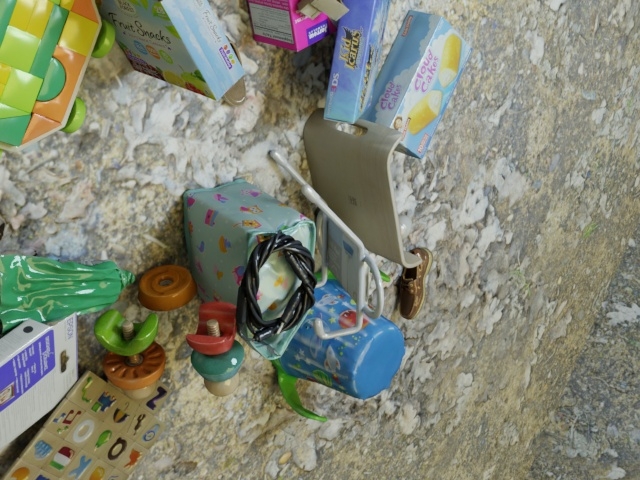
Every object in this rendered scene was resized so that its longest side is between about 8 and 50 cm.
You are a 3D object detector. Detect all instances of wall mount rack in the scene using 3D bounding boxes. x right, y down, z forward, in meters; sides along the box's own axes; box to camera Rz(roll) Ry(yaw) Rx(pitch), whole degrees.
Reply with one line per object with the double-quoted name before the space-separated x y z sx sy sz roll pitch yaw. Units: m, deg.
"wall mount rack" 0.000 0.000 1.560 0.130 0.350 0.304 -9 115 -17

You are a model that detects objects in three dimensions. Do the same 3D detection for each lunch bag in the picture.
"lunch bag" -0.127 0.054 1.476 0.160 0.223 0.262 -16 121 -35

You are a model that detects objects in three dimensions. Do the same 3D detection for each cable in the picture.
"cable" -0.064 0.072 1.349 0.151 0.047 0.184 -7 112 -37

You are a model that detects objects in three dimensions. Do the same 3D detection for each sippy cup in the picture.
"sippy cup" 0.044 0.212 1.753 0.240 0.224 0.305 -24 127 -39

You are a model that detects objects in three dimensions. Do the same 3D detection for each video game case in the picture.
"video game case" 0.074 -0.361 1.525 0.244 0.061 0.269 -54 155 -71

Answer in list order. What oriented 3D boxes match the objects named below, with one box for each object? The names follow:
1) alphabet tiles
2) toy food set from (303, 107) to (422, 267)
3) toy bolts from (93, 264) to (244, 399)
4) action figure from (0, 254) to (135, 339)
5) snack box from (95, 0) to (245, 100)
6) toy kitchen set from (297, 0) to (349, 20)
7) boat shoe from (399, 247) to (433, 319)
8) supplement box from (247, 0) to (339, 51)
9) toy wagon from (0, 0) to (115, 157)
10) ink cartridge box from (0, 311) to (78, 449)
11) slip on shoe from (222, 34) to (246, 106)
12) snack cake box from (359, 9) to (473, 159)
"alphabet tiles" -0.402 0.370 1.469 0.342 0.011 0.285 -54 148 -15
"toy food set" 0.092 -0.101 1.648 0.092 0.220 0.306 -38 133 -30
"toy bolts" -0.228 0.170 1.414 0.218 0.229 0.158 -64 156 -50
"action figure" -0.392 0.074 1.313 0.232 0.063 0.137 -7 112 -43
"snack box" -0.225 -0.303 1.193 0.070 0.207 0.174 -49 139 -20
"toy kitchen set" 0.009 -0.407 1.369 0.083 0.075 0.068 -34 147 27
"boat shoe" 0.216 0.102 2.024 0.060 0.064 0.178 9 96 -45
"supplement box" -0.054 -0.441 1.395 0.111 0.114 0.220 -36 135 -32
"toy wagon" -0.424 -0.220 1.121 0.267 0.068 0.344 17 96 -51
"ink cartridge box" -0.457 0.218 1.273 0.208 0.045 0.206 -39 154 -41
"slip on shoe" -0.148 -0.282 1.423 0.051 0.041 0.135 -37 133 -31
"snack cake box" 0.198 -0.322 1.759 0.152 0.089 0.264 26 89 -52
